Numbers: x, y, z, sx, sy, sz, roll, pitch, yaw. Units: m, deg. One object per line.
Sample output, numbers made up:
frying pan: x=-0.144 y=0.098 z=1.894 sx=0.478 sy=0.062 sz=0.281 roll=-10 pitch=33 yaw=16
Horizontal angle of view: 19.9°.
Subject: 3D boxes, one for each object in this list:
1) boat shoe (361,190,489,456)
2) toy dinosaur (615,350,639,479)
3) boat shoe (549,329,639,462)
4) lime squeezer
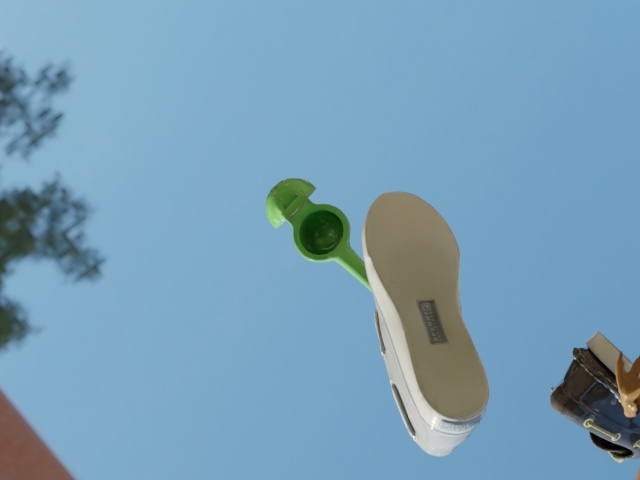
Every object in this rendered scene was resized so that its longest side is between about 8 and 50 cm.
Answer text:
boat shoe: x=0.073 y=0.067 z=1.444 sx=0.079 sy=0.081 sz=0.227 roll=1 pitch=-128 yaw=-18
toy dinosaur: x=0.216 y=0.117 z=1.117 sx=0.064 sy=0.112 sz=0.211 roll=32 pitch=-83 yaw=33
boat shoe: x=0.242 y=0.138 z=1.466 sx=0.069 sy=0.228 sz=0.081 roll=-46 pitch=-123 yaw=3
lime squeezer: x=0.000 y=0.000 z=1.764 sx=0.059 sy=0.110 sz=0.310 roll=-33 pitch=-148 yaw=-10
